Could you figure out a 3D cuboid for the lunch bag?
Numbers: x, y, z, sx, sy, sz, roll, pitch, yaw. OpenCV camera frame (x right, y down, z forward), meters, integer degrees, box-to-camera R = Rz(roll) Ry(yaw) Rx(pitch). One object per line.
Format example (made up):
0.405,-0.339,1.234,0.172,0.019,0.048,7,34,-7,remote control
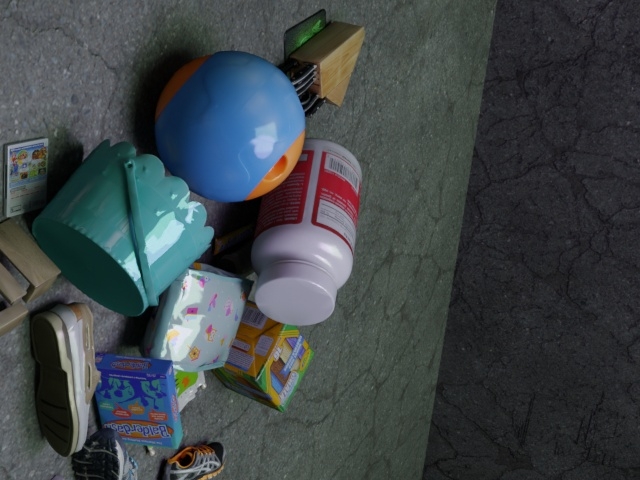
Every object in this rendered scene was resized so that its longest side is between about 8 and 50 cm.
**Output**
-0.277,0.157,1.949,0.262,0.160,0.223,15,93,-71,lunch bag

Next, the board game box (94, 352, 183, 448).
-0.369,0.326,1.862,0.047,0.160,0.210,-75,166,-54,board game box

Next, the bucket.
-0.343,-0.014,1.591,0.183,0.281,0.281,-53,149,-29,bucket

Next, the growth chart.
-0.338,0.356,2.105,0.237,0.021,0.172,-51,148,-34,growth chart

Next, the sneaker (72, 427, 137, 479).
-0.437,0.479,1.920,0.122,0.110,0.283,-53,158,-52,sneaker

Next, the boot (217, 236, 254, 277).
-0.178,0.073,2.194,0.208,0.076,0.189,-45,159,-59,boot

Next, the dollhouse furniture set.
-0.542,0.077,1.509,0.151,0.123,0.144,-47,175,40,dollhouse furniture set

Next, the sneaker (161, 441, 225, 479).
-0.302,0.535,2.234,0.215,0.084,0.083,-25,123,-56,sneaker

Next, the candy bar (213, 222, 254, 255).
-0.202,-0.005,2.154,0.161,0.018,0.040,-28,131,-55,candy bar

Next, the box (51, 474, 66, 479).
-0.505,0.612,1.891,0.067,0.063,0.324,-47,145,-40,box

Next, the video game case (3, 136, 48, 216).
-0.486,-0.105,1.521,0.087,0.011,0.122,-25,128,-57,video game case

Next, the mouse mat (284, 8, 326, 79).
-0.034,-0.458,2.213,0.190,0.007,0.152,-45,143,-46,mouse mat

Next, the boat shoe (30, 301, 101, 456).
-0.456,0.258,1.700,0.103,0.113,0.302,-27,129,-49,boat shoe

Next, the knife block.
-0.013,-0.418,2.170,0.242,0.088,0.275,22,87,-65,knife block

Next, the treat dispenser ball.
-0.172,-0.216,1.760,0.288,0.288,0.288,-43,142,-46,treat dispenser ball

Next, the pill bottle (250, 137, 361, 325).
-0.033,-0.020,2.092,0.229,0.229,0.407,77,17,-48,pill bottle

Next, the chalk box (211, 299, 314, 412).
-0.145,0.295,2.277,0.179,0.180,0.289,-61,151,-22,chalk box
